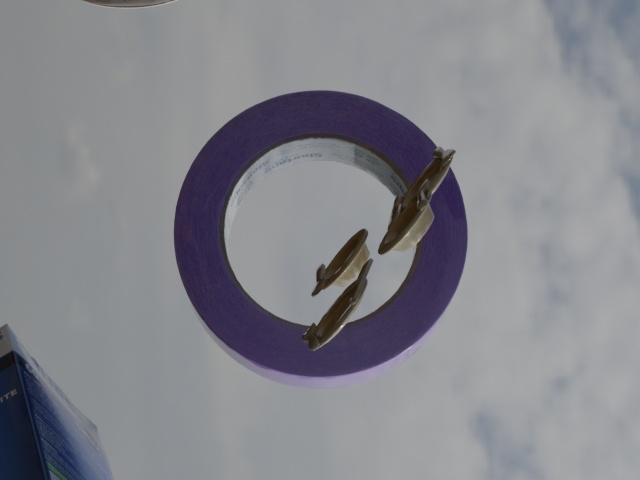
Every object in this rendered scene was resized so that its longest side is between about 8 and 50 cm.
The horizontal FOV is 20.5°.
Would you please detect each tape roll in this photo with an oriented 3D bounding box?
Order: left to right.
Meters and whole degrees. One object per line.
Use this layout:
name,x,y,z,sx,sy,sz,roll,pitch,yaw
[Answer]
tape roll,0.000,0.000,1.681,0.090,0.275,0.275,93,-11,-77

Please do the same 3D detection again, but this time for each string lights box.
string lights box,-0.202,0.185,1.282,0.133,0.077,0.260,55,2,-32

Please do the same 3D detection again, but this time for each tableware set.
tableware set,0.039,0.002,1.245,0.169,0.020,0.141,-48,-170,18

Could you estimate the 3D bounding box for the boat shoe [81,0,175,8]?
boat shoe,-0.307,-0.360,2.167,0.097,0.324,0.116,-156,-98,-76
